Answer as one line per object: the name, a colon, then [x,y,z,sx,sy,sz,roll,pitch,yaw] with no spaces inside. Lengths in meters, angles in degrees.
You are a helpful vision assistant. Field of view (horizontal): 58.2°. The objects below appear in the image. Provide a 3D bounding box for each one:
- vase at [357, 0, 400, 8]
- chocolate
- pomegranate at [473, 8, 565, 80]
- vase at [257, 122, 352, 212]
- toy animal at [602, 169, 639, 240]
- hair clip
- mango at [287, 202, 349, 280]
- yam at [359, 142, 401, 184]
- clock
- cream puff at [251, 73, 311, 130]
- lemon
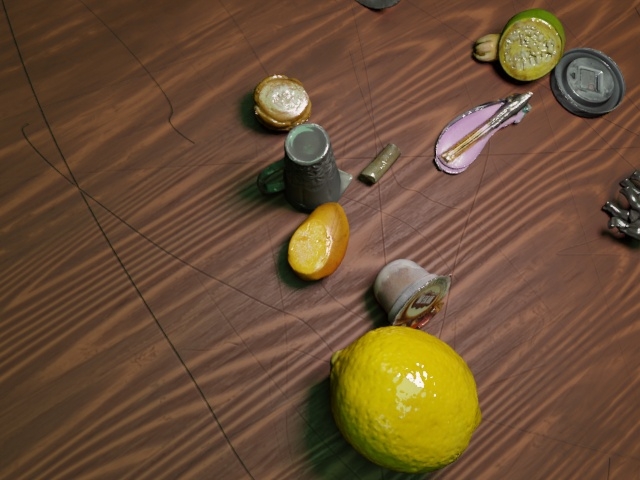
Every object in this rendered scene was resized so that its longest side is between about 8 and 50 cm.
vase: [0.211,-0.858,1.680,0.245,0.245,0.291,37,64,3]
chocolate: [0.205,0.129,1.434,0.221,0.221,0.147,-38,54,-16]
pomegranate: [0.592,-0.565,1.686,0.190,0.240,0.159,50,36,-15]
vase: [-0.037,-0.176,1.412,0.250,0.301,0.156,-13,76,-2]
toy animal: [0.887,-0.091,1.604,0.146,0.114,0.245,45,74,6]
hair clip: [0.458,-0.322,1.641,0.358,0.095,0.110,-36,117,-7]
mango: [0.000,0.002,1.458,0.141,0.102,0.217,20,76,8]
yam: [0.165,-0.207,1.566,0.054,0.054,0.132,41,72,4]
clock: [0.804,-0.475,1.737,0.225,0.049,0.226,2,73,-7]
cream puff: [-0.105,-0.365,1.538,0.165,0.115,0.150,38,79,-6]
lemon: [0.184,0.353,1.284,0.335,0.336,0.336,2,74,-8]
